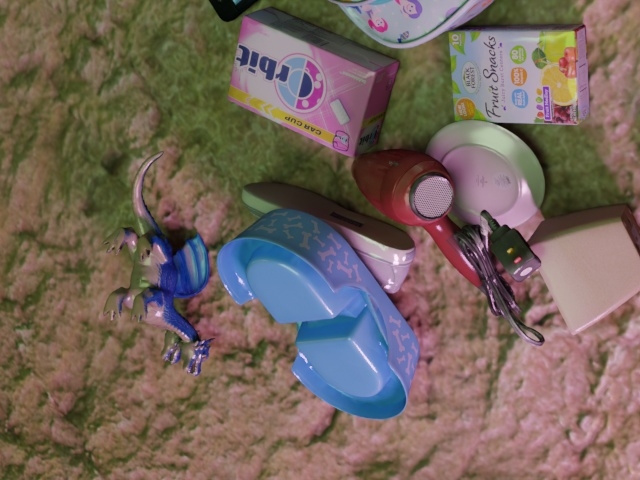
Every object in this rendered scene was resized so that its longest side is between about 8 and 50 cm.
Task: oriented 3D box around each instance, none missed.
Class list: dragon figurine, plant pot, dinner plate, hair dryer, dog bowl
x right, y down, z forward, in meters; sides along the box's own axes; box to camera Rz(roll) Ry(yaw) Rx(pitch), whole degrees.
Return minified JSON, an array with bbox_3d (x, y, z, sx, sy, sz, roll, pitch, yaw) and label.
[{"bbox_3d":[-0.203,0.033,1.640,0.085,0.144,0.289,-1,89,34],"label":"dragon figurine"},{"bbox_3d":[0.291,0.020,1.326,0.096,0.109,0.109,-25,95,23],"label":"plant pot"},{"bbox_3d":[0.177,-0.067,1.389,0.141,0.017,0.141,16,131,19],"label":"dinner plate"},{"bbox_3d":[0.126,-0.005,1.387,0.293,0.080,0.223,48,167,28],"label":"hair dryer"},{"bbox_3d":[0.007,0.084,1.482,0.166,0.074,0.297,-10,125,46],"label":"dog bowl"}]

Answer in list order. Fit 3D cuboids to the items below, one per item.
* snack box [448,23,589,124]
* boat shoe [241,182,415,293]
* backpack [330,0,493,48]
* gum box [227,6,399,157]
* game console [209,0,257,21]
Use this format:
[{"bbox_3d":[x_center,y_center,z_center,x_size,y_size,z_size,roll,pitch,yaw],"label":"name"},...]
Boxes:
[{"bbox_3d":[0.209,-0.175,1.334,0.141,0.037,0.100,6,111,30],"label":"snack box"},{"bbox_3d":[0.001,0.000,1.506,0.227,0.079,0.081,23,115,19],"label":"boat shoe"},{"bbox_3d":[0.077,-0.326,1.273,0.253,0.191,0.225,50,125,-1],"label":"backpack"},{"bbox_3d":[-0.015,-0.185,1.452,0.188,0.062,0.107,27,120,20],"label":"gum box"},{"bbox_3d":[-0.113,-0.328,1.442,0.144,0.085,0.124,-31,91,37],"label":"game console"}]
